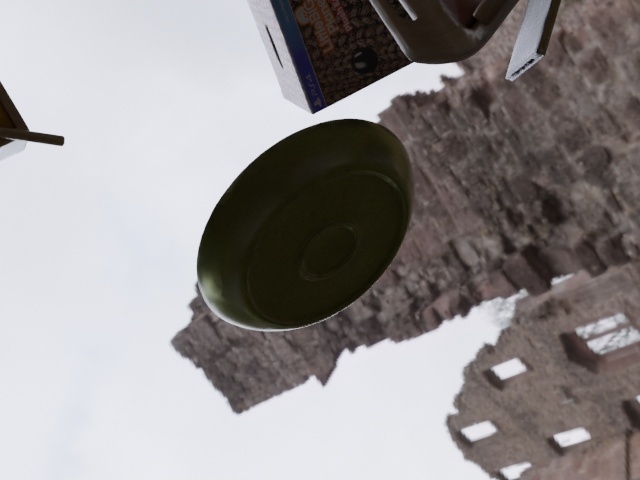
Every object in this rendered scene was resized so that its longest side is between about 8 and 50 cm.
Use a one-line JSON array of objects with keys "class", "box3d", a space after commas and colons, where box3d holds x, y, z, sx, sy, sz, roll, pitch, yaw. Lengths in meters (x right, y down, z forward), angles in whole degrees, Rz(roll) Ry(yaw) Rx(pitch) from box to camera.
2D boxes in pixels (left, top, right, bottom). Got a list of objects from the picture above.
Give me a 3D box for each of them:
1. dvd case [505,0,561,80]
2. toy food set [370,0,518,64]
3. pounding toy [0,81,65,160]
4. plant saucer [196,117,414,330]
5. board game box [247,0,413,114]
[{"class": "dvd case", "box3d": [0.341, -0.367, 1.247, 0.018, 0.164, 0.221, 16, -93, -2]}, {"class": "toy food set", "box3d": [0.145, -0.343, 0.764, 0.092, 0.306, 0.220, 15, -145, -32]}, {"class": "pounding toy", "box3d": [-0.354, -0.119, 0.821, 0.130, 0.100, 0.141, -32, -86, -25]}, {"class": "plant saucer", "box3d": [0.000, 0.000, 0.768, 0.241, 0.241, 0.037, 12, -154, -46]}, {"class": "board game box", "box3d": [0.045, -0.393, 1.395, 0.141, 0.291, 0.232, 41, 158, 58]}]
